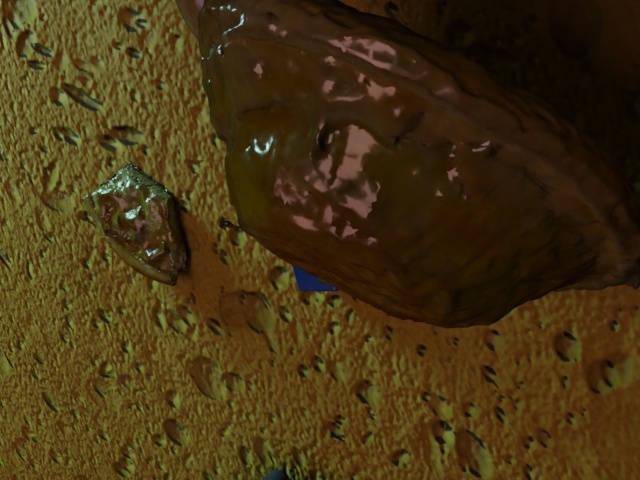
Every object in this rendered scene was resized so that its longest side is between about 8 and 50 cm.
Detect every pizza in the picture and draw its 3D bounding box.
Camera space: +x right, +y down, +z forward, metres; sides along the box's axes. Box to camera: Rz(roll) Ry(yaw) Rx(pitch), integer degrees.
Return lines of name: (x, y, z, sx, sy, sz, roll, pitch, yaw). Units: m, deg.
pizza: (-0.188, -0.019, 1.116, 0.160, 0.036, 0.099, 38, 131, 29)

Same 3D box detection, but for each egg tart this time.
egg tart: (0.044, -0.028, 0.672, 0.319, 0.319, 0.128, 23, 82, 39)

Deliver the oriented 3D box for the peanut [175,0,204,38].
peanut: (-0.095, -0.238, 0.880, 0.214, 0.099, 0.099, 57, 138, 4)

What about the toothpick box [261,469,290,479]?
toothpick box: (-0.100, 0.356, 1.080, 0.229, 0.229, 0.316, 53, 135, 16)

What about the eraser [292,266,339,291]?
eraser: (0.000, 0.000, 0.931, 0.063, 0.027, 0.084, -3, 105, 49)
